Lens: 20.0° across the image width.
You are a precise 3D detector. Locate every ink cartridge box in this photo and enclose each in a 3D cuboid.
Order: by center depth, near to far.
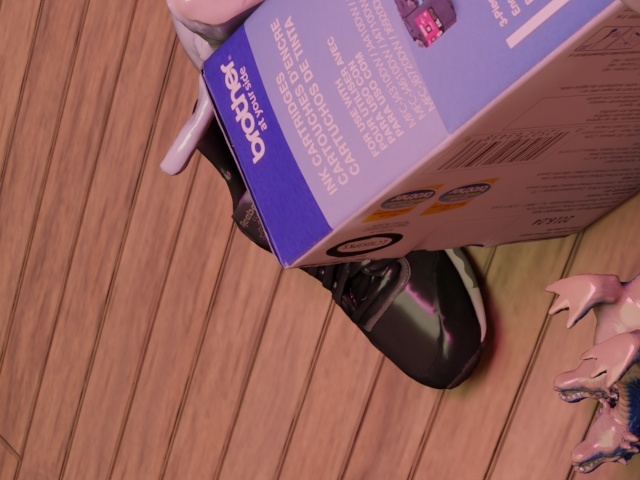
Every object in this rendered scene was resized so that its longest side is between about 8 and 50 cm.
[{"bbox_3d":[0.122,-0.113,1.044,0.395,0.270,0.151,-41,65,42],"label":"ink cartridge box"}]

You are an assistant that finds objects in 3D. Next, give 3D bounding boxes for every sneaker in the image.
[{"bbox_3d":[0.000,0.000,1.298,0.283,0.124,0.107,54,131,27],"label":"sneaker"}]

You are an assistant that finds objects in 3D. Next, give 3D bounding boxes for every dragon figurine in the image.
[{"bbox_3d":[0.232,0.030,1.081,0.289,0.144,0.085,-43,61,20],"label":"dragon figurine"}]

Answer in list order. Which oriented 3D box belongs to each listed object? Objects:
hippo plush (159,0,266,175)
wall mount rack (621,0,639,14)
[{"bbox_3d":[-0.039,-0.232,1.172,0.237,0.234,0.294,62,165,13],"label":"hippo plush"},{"bbox_3d":[0.305,-0.069,0.845,0.350,0.130,0.304,-25,110,28],"label":"wall mount rack"}]
